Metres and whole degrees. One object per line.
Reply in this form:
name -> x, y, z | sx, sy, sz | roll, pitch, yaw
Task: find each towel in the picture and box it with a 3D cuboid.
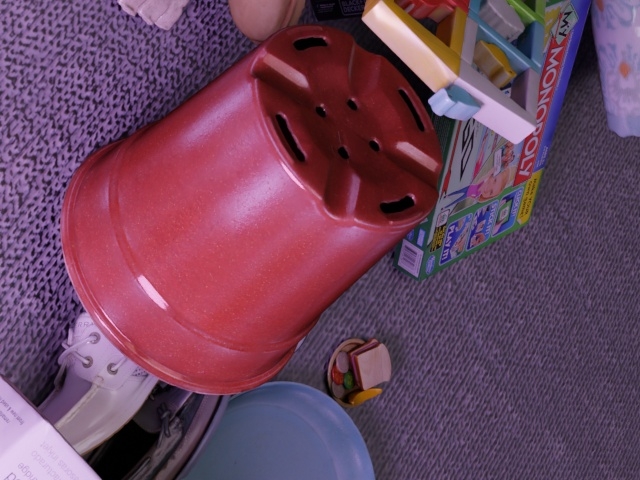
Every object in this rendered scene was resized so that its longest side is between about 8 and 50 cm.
towel -> 0.364, -0.331, 1.819 | 0.374, 0.090, 0.321 | -64, 140, -63

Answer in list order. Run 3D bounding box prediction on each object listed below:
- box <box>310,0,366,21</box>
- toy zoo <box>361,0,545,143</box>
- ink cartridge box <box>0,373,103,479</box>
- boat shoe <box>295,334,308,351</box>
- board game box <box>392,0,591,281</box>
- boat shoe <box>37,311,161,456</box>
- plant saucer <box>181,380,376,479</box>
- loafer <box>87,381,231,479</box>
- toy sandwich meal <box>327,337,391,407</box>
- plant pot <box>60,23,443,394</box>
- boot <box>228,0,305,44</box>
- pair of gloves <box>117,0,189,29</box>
box -> 0.035, -0.398, 1.597 | 0.169, 0.087, 0.290 | -35, 116, -37
toy zoo -> 0.132, -0.211, 1.425 | 0.192, 0.030, 0.293 | 37, 36, -18
ink cartridge box -> -0.292, 0.299, 1.216 | 0.307, 0.129, 0.223 | -43, 121, -13
boat shoe -> 0.000, 0.000, 1.581 | 0.088, 0.096, 0.268 | 26, 65, -37
board game box -> 0.191, -0.125, 1.690 | 0.213, 0.046, 0.317 | -25, 137, -40
boat shoe -> -0.200, 0.108, 1.390 | 0.277, 0.098, 0.096 | -44, 115, -39
plant saucer -> -0.063, 0.303, 1.562 | 0.317, 0.043, 0.318 | -2, 92, -45
loafer -> -0.170, 0.195, 1.422 | 0.084, 0.096, 0.268 | 41, 66, -31
toy sandwich meal -> 0.043, 0.147, 1.667 | 0.085, 0.029, 0.086 | -2, 93, -44
plant pot -> -0.049, -0.038, 1.338 | 0.272, 0.265, 0.272 | 22, 51, -29
boot -> -0.134, -0.279, 1.360 | 0.269, 0.089, 0.236 | -13, 123, -38
pair of gloves -> -0.159, -0.320, 1.396 | 0.240, 0.042, 0.204 | 30, 94, -51
